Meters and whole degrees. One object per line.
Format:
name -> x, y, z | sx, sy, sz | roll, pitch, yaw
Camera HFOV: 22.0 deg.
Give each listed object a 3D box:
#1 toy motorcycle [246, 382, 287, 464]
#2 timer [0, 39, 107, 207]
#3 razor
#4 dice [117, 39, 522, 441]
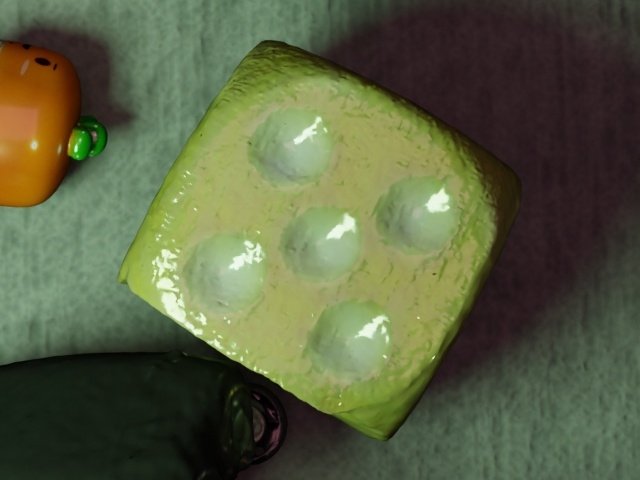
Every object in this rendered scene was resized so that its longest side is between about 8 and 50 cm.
toy motorcycle -> -0.143, 0.176, 1.298 | 0.152, 0.073, 0.225 | 41, 86, 6
timer -> -0.230, -0.089, 1.297 | 0.136, 0.099, 0.136 | 1, 97, 5
razor -> -0.216, 0.168, 1.202 | 0.327, 0.189, 0.107 | -7, 130, 22
dice -> 0.000, 0.000, 1.230 | 0.233, 0.238, 0.227 | 29, 86, -1
